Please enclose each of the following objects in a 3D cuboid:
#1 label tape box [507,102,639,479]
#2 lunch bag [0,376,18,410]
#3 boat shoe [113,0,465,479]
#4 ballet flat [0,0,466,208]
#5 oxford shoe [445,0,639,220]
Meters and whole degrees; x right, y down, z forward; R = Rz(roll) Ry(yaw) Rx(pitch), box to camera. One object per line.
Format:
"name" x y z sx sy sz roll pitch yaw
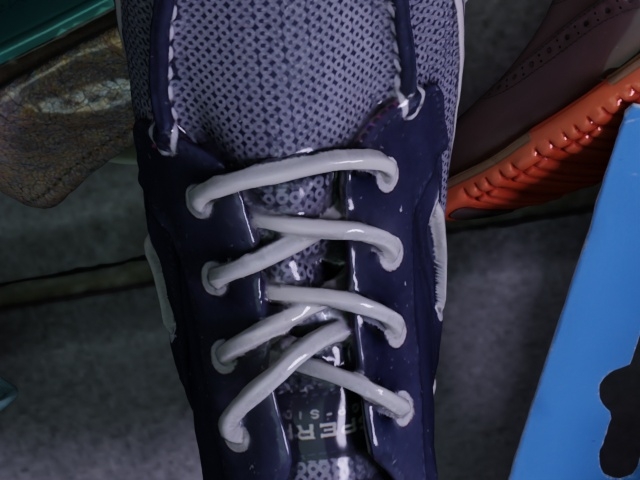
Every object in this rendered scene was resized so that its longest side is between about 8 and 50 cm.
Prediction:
"label tape box" 0.252 0.112 0.695 0.348 0.115 0.249 13 114 -3
"lunch bag" -0.300 0.055 0.777 0.262 0.160 0.223 46 114 3
"boat shoe" 0.000 0.000 0.649 0.127 0.158 0.340 -8 142 1
"ballet flat" -0.016 -0.101 0.726 0.316 0.107 0.106 -22 129 19
"oxford shoe" 0.137 -0.105 0.719 0.271 0.097 0.098 -39 70 25
